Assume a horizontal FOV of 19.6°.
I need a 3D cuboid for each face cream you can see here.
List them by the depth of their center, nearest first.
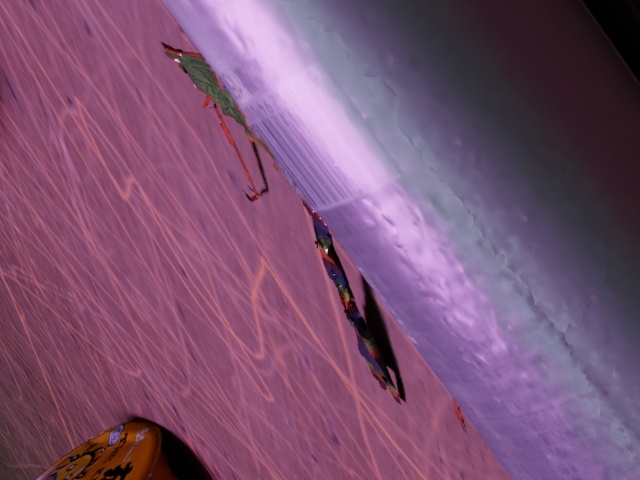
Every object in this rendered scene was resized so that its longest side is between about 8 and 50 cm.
[{"bbox_3d":[0.069,0.028,0.428,0.269,0.073,0.107,54,168,-7],"label":"face cream"}]

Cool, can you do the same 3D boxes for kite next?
[{"bbox_3d":[0.000,0.000,0.689,0.198,0.006,0.244,47,168,27],"label":"kite"}]

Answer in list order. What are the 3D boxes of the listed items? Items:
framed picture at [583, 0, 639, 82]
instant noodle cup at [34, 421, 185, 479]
[{"bbox_3d":[0.070,0.003,0.528,0.197,0.014,0.252,54,163,-7],"label":"framed picture"},{"bbox_3d":[-0.144,0.262,1.334,0.172,0.216,0.216,48,165,-17],"label":"instant noodle cup"}]
